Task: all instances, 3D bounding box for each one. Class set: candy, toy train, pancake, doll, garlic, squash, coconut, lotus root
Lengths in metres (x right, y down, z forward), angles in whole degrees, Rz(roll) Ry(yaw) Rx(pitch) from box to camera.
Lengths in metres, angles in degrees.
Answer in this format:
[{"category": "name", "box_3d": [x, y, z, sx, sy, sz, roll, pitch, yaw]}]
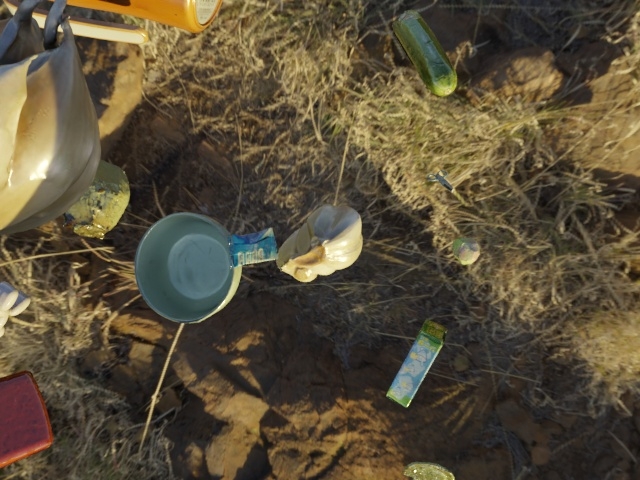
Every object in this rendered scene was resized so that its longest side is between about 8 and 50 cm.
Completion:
[{"category": "candy", "box_3d": [0.230, 0.291, 1.439, 0.062, 0.097, 0.195, 27, 109, 10]}, {"category": "candy", "box_3d": [-0.171, 0.017, 1.546, 0.136, 0.038, 0.088, -12, 102, -30]}, {"category": "toy train", "box_3d": [-0.531, 0.291, 0.849, 0.231, 0.369, 0.163, -11, 75, -45]}, {"category": "pancake", "box_3d": [0.279, 0.596, 1.537, 0.129, 0.023, 0.116, 38, 128, -25]}, {"category": "doll", "box_3d": [-0.782, 0.185, 1.467, 0.059, 0.161, 0.160, 34, 71, 2]}, {"category": "garlic", "box_3d": [-0.312, -0.099, 0.535, 0.292, 0.237, 0.210, -43, 92, -7]}, {"category": "squash", "box_3d": [0.211, -0.387, 1.232, 0.069, 0.069, 0.239, -19, 60, -5]}, {"category": "coconut", "box_3d": [0.437, 0.031, 1.811, 0.081, 0.083, 0.082, 3, 111, -31]}, {"category": "lotus root", "box_3d": [-0.372, -0.076, 0.987, 0.070, 0.143, 0.144, -36, 55, 24]}, {"category": "garlic", "box_3d": [0.016, 0.005, 1.747, 0.184, 0.203, 0.281, 30, 129, -18]}]

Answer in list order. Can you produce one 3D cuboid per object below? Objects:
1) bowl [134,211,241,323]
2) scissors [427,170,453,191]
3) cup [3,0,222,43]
[{"category": "bowl", "box_3d": [-0.359, 0.071, 1.732, 0.306, 0.163, 0.308, 1, 93, 15]}, {"category": "scissors", "box_3d": [0.346, -0.166, 1.698, 0.058, 0.119, 0.014, -20, 124, -7]}, {"category": "cup", "box_3d": [-0.266, -0.351, 0.766, 0.263, 0.182, 0.226, 20, 73, 2]}]
